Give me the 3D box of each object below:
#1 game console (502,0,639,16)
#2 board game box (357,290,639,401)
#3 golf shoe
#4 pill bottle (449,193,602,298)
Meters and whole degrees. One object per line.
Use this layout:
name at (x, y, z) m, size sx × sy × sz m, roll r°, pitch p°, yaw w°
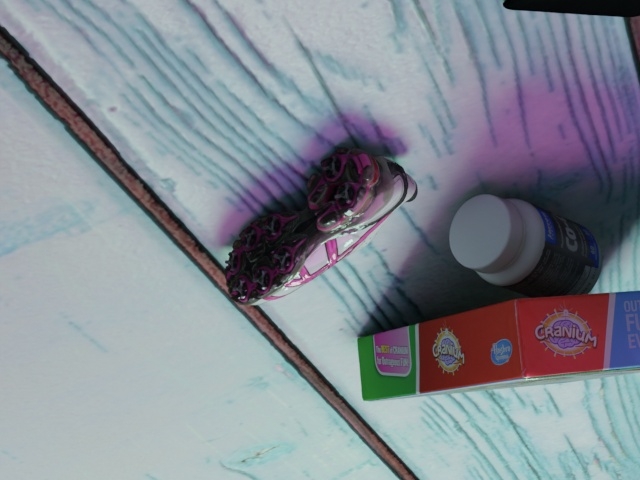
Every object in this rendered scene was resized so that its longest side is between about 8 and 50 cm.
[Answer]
game console at (0.202, -0.199, 0.977) m, size 0.122 × 0.071 × 0.107 m, roll -2°, pitch 116°, yaw -25°
board game box at (0.205, 0.096, 1.280) m, size 0.242 × 0.064 × 0.316 m, roll -3°, pitch 172°, yaw -23°
golf shoe at (0.000, 0.000, 1.144) m, size 0.086 × 0.068 × 0.186 m, roll 16°, pitch 136°, yaw -45°
pill bottle at (0.178, 0.007, 1.233) m, size 0.078 × 0.078 × 0.137 m, roll -37°, pitch 145°, yaw 30°
